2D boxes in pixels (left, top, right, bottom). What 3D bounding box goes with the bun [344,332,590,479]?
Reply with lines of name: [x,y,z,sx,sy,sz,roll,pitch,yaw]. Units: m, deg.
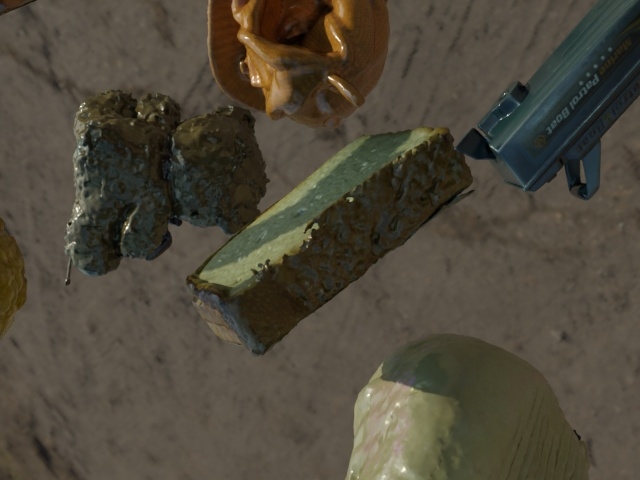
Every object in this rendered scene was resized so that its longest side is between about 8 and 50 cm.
bun: [0.120,0.269,1.147,0.213,0.361,0.361,0,127,35]

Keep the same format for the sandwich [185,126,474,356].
sandwich: [0.000,0.001,1.077,0.087,0.251,0.226,56,166,-14]

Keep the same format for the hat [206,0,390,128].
hat: [0.012,-0.199,1.243,0.233,0.244,0.233,64,178,-38]

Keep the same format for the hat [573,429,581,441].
hat: [0.214,0.363,1.457,0.336,0.209,0.238,-11,123,16]

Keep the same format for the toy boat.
toy boat: [0.223,-0.128,0.914,0.103,0.246,0.093,42,-177,-6]

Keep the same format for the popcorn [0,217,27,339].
popcorn: [-0.318,0.025,0.927,0.180,0.170,0.180,7,157,3]

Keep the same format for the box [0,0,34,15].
box: [-0.160,-0.407,1.084,0.116,0.415,0.264,80,166,-66]

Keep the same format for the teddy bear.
teddy bear: [-0.193,-0.090,1.514,0.156,0.256,0.267,119,152,-67]

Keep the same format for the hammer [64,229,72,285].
hammer: [-0.383,0.025,1.817,0.123,0.029,0.014,107,149,-41]
